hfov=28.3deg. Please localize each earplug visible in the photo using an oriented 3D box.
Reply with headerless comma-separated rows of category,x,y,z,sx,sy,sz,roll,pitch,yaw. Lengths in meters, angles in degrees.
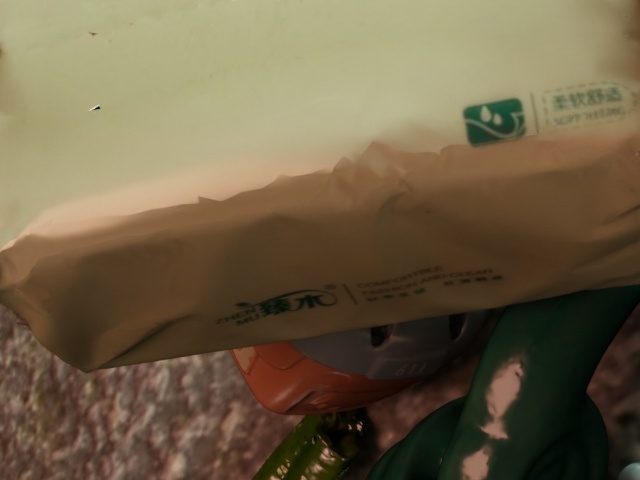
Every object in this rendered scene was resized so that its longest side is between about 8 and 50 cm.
earplug,0.113,0.137,0.837,0.280,0.163,0.258,-39,50,52

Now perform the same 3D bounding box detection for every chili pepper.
chili pepper,-0.076,0.265,1.103,0.359,0.076,0.085,-50,31,27

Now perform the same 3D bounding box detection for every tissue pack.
tissue pack,0.001,-0.098,0.739,0.380,0.207,0.297,-12,63,12

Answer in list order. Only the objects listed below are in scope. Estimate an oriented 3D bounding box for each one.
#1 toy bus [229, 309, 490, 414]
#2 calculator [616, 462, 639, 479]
toy bus,0.000,0.000,0.979,0.232,0.194,0.288,-56,47,45
calculator,0.243,0.209,0.689,0.303,0.042,0.188,-134,34,-68
